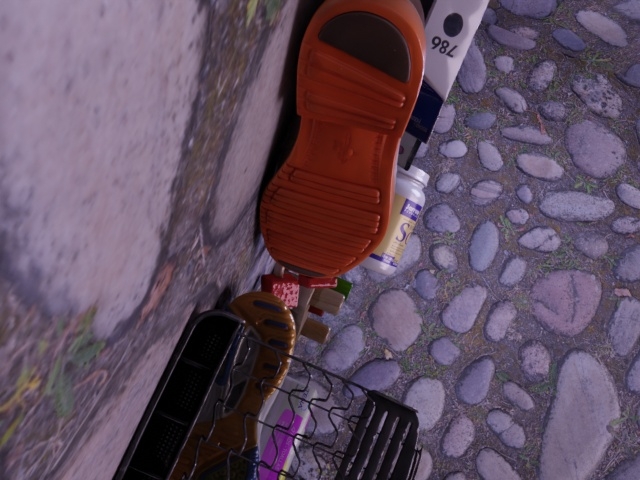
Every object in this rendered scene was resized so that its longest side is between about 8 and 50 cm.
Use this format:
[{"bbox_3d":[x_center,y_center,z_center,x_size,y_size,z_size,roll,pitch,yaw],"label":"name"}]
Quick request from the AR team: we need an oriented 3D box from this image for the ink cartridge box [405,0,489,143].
[{"bbox_3d":[0.114,-0.280,0.604,0.165,0.065,0.333,50,-56,57],"label":"ink cartridge box"}]

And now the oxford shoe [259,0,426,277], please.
[{"bbox_3d":[0.026,-0.096,0.601,0.364,0.129,0.133,111,-4,-49],"label":"oxford shoe"}]

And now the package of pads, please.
[{"bbox_3d":[-0.111,0.344,0.839,0.297,0.101,0.229,111,4,-52],"label":"package of pads"}]

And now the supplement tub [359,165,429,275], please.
[{"bbox_3d":[0.177,-0.083,1.851,0.241,0.240,0.332,-13,127,-85],"label":"supplement tub"}]

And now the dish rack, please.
[{"bbox_3d":[-0.034,0.207,0.565,0.208,0.271,0.074,-66,-171,-9],"label":"dish rack"}]

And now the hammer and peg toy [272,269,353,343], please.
[{"bbox_3d":[-0.015,0.087,1.058,0.266,0.127,0.361,105,9,-64],"label":"hammer and peg toy"}]

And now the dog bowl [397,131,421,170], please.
[{"bbox_3d":[0.239,-0.393,1.540,0.408,0.150,0.408,23,90,-86],"label":"dog bowl"}]

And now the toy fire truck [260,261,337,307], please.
[{"bbox_3d":[-0.025,0.006,0.794,0.135,0.047,0.192,18,-75,57],"label":"toy fire truck"}]

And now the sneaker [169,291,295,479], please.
[{"bbox_3d":[-0.105,0.202,0.660,0.297,0.111,0.131,-63,180,-10],"label":"sneaker"}]
